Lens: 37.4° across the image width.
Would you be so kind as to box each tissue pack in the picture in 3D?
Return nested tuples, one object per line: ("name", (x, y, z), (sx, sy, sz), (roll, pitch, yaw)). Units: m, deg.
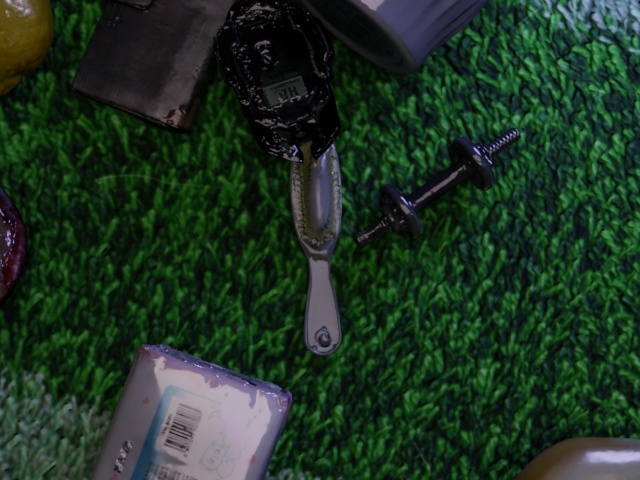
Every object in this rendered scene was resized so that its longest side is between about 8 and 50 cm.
("tissue pack", (-0.169, 0.281, 1.149), (0.201, 0.124, 0.271), (20, 86, -3))

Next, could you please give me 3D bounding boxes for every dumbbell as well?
("dumbbell", (0.149, -0.068, 1.212), (0.254, 0.081, 0.081), (-35, 89, -5))

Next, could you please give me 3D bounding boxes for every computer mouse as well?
("computer mouse", (-0.050, -0.208, 1.204), (0.146, 0.077, 0.241), (-17, 78, -2))

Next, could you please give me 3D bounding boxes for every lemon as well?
("lemon", (-0.415, -0.279, 1.152), (0.170, 0.170, 0.207), (-26, 96, -5))

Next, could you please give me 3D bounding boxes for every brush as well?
("brush", (0.000, 0.000, 1.208), (0.068, 0.060, 0.296), (-3, 86, -6))

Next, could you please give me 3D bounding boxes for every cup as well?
("cup", (0.143, -0.408, 1.147), (0.253, 0.253, 0.371), (38, 86, -1))

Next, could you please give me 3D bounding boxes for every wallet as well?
("wallet", (-0.190, -0.307, 1.223), (0.169, 0.044, 0.317), (21, 84, 0))

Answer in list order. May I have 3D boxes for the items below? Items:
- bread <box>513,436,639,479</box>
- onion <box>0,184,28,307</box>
("bread", (0.361, 0.397, 1.155), (0.333, 0.160, 0.333), (0, 85, -2))
("onion", (-0.491, 0.011, 1.113), (0.272, 0.195, 0.272), (-1, 79, 3))
